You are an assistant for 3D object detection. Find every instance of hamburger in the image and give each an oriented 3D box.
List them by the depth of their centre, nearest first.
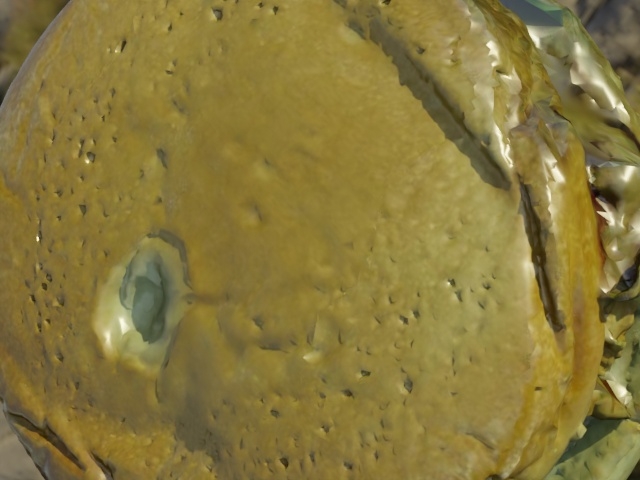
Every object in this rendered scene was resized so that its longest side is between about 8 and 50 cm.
[{"bbox_3d":[0.000,0.000,0.454,0.215,0.122,0.189,40,111,23],"label":"hamburger"}]
